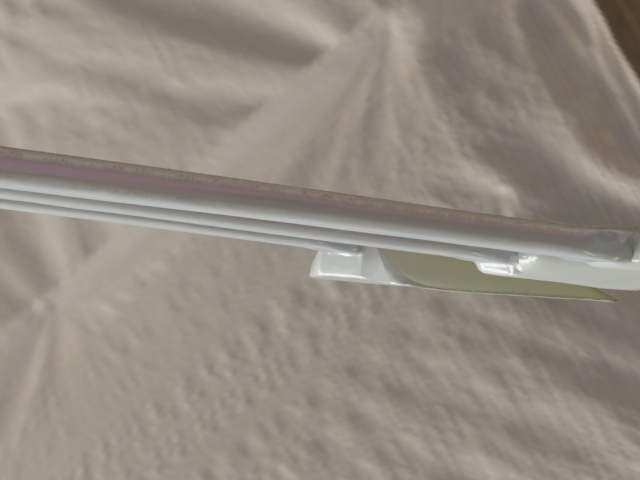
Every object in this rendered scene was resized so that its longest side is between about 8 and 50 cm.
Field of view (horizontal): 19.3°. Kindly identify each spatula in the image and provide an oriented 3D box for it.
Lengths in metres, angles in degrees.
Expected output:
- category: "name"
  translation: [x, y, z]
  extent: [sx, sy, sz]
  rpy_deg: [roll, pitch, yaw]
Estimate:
- category: "spatula"
  translation: [0.000, 0.000, 0.439]
  extent: [0.168, 0.242, 0.019]
  rpy_deg: [5, -91, 61]
